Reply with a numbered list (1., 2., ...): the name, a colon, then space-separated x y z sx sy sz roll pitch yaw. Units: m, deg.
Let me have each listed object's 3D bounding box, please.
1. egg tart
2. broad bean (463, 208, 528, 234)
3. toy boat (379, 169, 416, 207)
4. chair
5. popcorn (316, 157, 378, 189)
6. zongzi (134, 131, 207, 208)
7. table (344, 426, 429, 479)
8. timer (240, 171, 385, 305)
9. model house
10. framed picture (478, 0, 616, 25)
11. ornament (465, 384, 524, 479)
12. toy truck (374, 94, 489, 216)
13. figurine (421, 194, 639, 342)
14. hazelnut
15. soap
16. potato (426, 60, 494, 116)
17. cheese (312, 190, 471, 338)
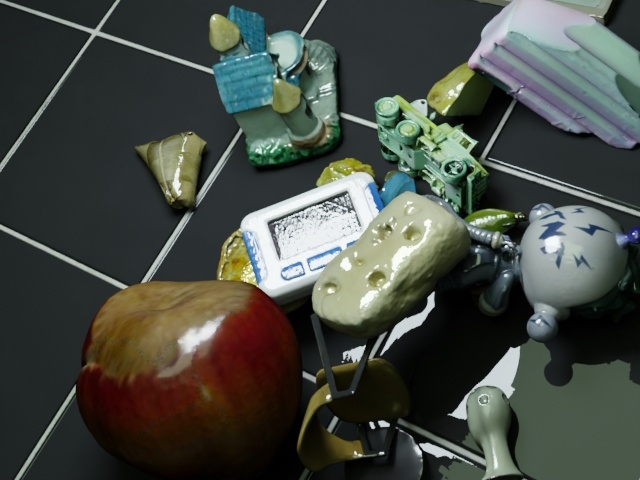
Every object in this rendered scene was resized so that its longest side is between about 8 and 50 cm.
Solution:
1. egg tart: -0.089 0.057 1.948 0.212 0.090 0.212 -8 63 17
2. broad bean: 0.262 -0.014 1.881 0.213 0.048 0.070 -14 60 17
3. toy boat: 0.125 -0.047 1.935 0.077 0.075 0.185 -11 59 52
4. chair: 0.057 0.243 1.713 0.172 0.159 0.247 -14 39 16
5. popcorn: 0.051 -0.099 1.970 0.116 0.106 0.121 2 57 46
6. zongzi: -0.320 -0.133 2.151 0.176 0.078 0.160 -7 61 28
7. table: 0.107 0.371 1.732 0.133 0.043 0.133 -9 60 16
8. timer: 0.000 0.000 1.863 0.253 0.078 0.178 -21 60 4
9. model house: -0.101 -0.332 2.025 0.194 0.325 0.267 -12 60 16
10. framed picture: 0.419 -0.606 2.156 0.446 0.028 0.326 18 70 27
11. ornament: 0.271 0.307 1.692 0.075 0.081 0.156 1 61 -18
12. toy truck: 0.215 -0.171 1.944 0.135 0.128 0.259 -31 55 -14
13. figurine: 0.335 0.047 1.741 0.382 0.186 0.261 -5 67 19
14. hazelnut: -0.218 0.234 1.742 0.409 0.359 0.359 -1 57 57
15. soap: 0.443 -0.289 1.856 0.324 0.193 0.109 33 65 -9
16. potato: 0.256 -0.295 1.954 0.081 0.149 0.120 34 115 27
17. cheese: 0.103 0.041 1.689 0.263 0.093 0.159 -47 41 -6
